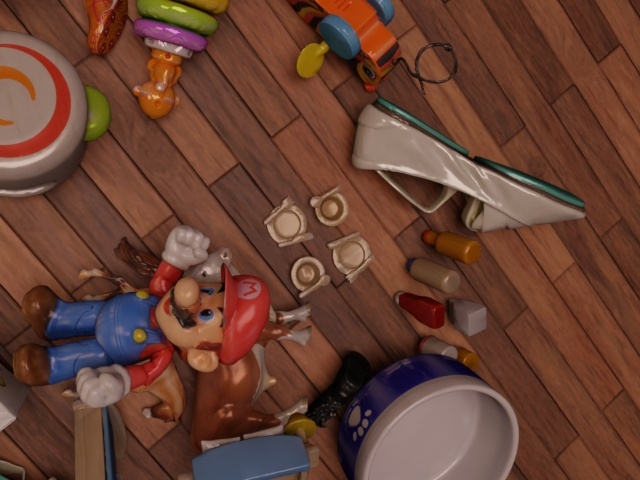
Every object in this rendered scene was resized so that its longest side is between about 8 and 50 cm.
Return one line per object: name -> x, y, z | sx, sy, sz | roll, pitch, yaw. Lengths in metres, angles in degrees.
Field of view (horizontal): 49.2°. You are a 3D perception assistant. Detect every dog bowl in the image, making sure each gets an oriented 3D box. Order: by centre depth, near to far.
dog bowl -> 0.163, 0.311, 1.068 | 0.264, 0.104, 0.265 | -8, 112, -20

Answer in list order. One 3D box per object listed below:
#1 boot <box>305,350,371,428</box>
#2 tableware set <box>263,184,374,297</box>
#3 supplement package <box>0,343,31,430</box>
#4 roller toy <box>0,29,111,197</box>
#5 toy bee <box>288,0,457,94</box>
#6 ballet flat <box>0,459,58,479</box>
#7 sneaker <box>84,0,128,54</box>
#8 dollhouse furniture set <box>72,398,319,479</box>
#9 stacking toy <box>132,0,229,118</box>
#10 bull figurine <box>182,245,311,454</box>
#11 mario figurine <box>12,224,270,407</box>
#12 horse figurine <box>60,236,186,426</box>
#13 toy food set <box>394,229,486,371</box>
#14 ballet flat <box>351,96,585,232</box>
boot -> 0.027, 0.232, 1.084 | 0.045, 0.121, 0.099 | 40, 110, 0
tableware set -> 0.000, 0.000, 1.095 | 0.141, 0.020, 0.169 | -27, 99, -14
supplement package -> -0.488, 0.167, 0.861 | 0.149, 0.194, 0.203 | -39, 102, -12
roller toy -> -0.401, -0.158, 0.905 | 0.209, 0.146, 0.191 | 40, 71, -8
toy bee -> 0.052, -0.293, 1.053 | 0.195, 0.162, 0.298 | -25, 73, -7
ballet flat -> -0.403, 0.349, 0.944 | 0.247, 0.087, 0.083 | 26, 127, -8
sneaker -> -0.307, -0.345, 0.982 | 0.067, 0.064, 0.175 | 7, 84, 3
dollhouse furniture set -> -0.159, 0.337, 0.960 | 0.303, 0.198, 0.286 | -10, 130, -13
stacking toy -> -0.198, -0.317, 0.974 | 0.175, 0.165, 0.302 | 10, 100, -28
bull figurine -> -0.110, 0.163, 1.018 | 0.188, 0.101, 0.311 | 3, 93, -5
mario figurine -> -0.223, 0.088, 0.875 | 0.320, 0.170, 0.198 | -9, 92, 2
horse figurine -> -0.263, 0.132, 0.996 | 0.174, 0.066, 0.263 | 9, 92, -9
toy food set -> 0.191, 0.105, 1.133 | 0.111, 0.104, 0.232 | -19, 115, -29
ballet flat -> 0.227, -0.090, 1.119 | 0.400, 0.139, 0.139 | 24, 85, -12
